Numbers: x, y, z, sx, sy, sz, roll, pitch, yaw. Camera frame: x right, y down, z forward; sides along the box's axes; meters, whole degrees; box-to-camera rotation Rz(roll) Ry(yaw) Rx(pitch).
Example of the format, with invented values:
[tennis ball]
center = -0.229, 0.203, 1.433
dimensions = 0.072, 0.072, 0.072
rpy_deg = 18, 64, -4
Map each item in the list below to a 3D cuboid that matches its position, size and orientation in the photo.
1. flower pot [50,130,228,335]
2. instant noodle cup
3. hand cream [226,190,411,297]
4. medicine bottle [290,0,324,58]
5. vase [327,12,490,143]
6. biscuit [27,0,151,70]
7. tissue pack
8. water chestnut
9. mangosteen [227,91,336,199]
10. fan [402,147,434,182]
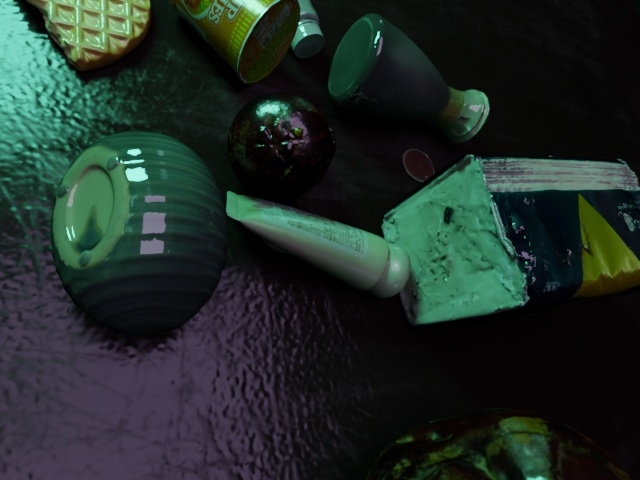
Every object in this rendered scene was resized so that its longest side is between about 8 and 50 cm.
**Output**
[flower pot]
center = -0.207, -0.014, 0.478
dimensions = 0.157, 0.190, 0.242
rpy_deg = 36, 38, -62
[instant noodle cup]
center = -0.155, -0.395, 0.705
dimensions = 0.185, 0.168, 0.168
rpy_deg = 40, 56, 3
[hand cream]
center = 0.000, 0.000, 0.630
dimensions = 0.306, 0.147, 0.093
rpy_deg = 25, 103, -19
[medicine bottle]
center = -0.046, -0.437, 0.812
dimensions = 0.080, 0.080, 0.130
rpy_deg = -17, 77, -32
[vase]
center = 0.189, -0.306, 0.837
dimensions = 0.322, 0.173, 0.173
rpy_deg = 14, 63, -29
[biscuit]
center = -0.391, -0.422, 0.653
dimensions = 0.205, 0.040, 0.308
rpy_deg = -38, 89, -34
[tissue pack]
center = 0.353, 0.001, 0.716
dimensions = 0.417, 0.264, 0.253
rpy_deg = -2, 71, -28
[water chestnut]
center = 0.218, 0.377, 0.498
dimensions = 0.336, 0.347, 0.334
rpy_deg = -8, 60, 15
[mangosteen]
center = -0.064, -0.149, 0.645
dimensions = 0.173, 0.184, 0.172
rpy_deg = -5, 113, -11
[fan]
center = 0.222, -0.139, 0.865
dimensions = 0.085, 0.005, 0.133
rpy_deg = -29, 83, -34
